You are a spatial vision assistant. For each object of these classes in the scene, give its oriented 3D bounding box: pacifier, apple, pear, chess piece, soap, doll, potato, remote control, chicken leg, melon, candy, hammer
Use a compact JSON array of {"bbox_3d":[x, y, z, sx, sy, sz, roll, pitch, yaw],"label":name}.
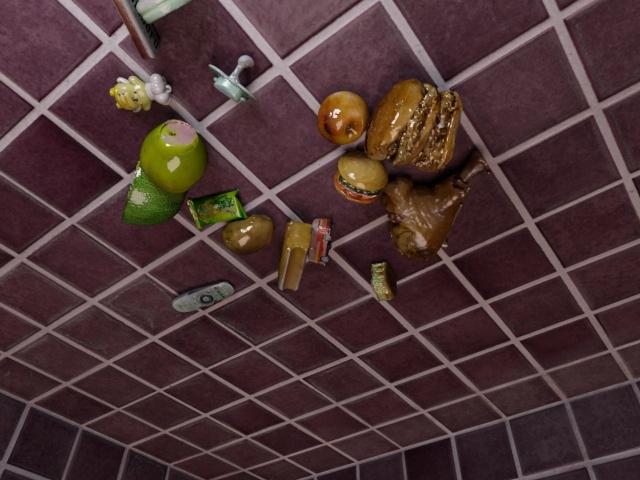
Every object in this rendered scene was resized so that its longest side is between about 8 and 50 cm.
[{"bbox_3d":[-0.212,-0.422,1.382,0.150,0.127,0.117,34,90,4],"label":"pacifier"},{"bbox_3d":[0.059,-0.325,1.437,0.146,0.146,0.146,0,135,0],"label":"apple"},{"bbox_3d":[-0.415,-0.224,1.514,0.187,0.187,0.220,17,142,-15],"label":"pear"},{"bbox_3d":[-0.397,-0.627,1.162,0.139,0.139,0.272,-19,121,19],"label":"chess piece"},{"bbox_3d":[-0.086,0.029,1.765,0.080,0.160,0.258,7,135,-9],"label":"soap"},{"bbox_3d":[-0.473,-0.393,1.424,0.162,0.062,0.106,-9,138,8],"label":"doll"},{"bbox_3d":[-0.234,-0.019,1.746,0.175,0.137,0.137,-16,132,13],"label":"potato"},{"bbox_3d":[-0.446,0.213,2.035,0.256,0.045,0.097,-17,133,13],"label":"remote control"},{"bbox_3d":[0.323,-0.125,1.626,0.295,0.182,0.409,35,123,-9],"label":"chicken leg"},{"bbox_3d":[-0.511,-0.118,1.653,0.169,0.129,0.265,17,132,-19],"label":"melon"},{"bbox_3d":[-0.330,-0.099,1.708,0.178,0.032,0.102,-11,106,13],"label":"candy"},{"bbox_3d":[0.423,-0.052,1.780,0.060,0.028,0.195,13,131,-2],"label":"hammer"}]

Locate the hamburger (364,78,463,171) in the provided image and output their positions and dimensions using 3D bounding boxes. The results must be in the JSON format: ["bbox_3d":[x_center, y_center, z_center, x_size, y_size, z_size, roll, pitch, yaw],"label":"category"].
[{"bbox_3d":[0.244,-0.291,1.379,0.211,0.261,0.245,18,140,-12],"label":"hamburger"}]

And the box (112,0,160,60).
[{"bbox_3d":[-0.433,-0.529,1.251,0.035,0.115,0.177,-14,134,6],"label":"box"}]

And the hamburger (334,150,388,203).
[{"bbox_3d":[0.117,-0.186,1.560,0.162,0.162,0.115,12,139,-11],"label":"hamburger"}]

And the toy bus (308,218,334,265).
[{"bbox_3d":[0.000,0.000,1.799,0.077,0.079,0.174,10,134,4],"label":"toy bus"}]

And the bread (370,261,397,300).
[{"bbox_3d":[0.226,0.153,1.907,0.069,0.128,0.140,-12,133,18],"label":"bread"}]
